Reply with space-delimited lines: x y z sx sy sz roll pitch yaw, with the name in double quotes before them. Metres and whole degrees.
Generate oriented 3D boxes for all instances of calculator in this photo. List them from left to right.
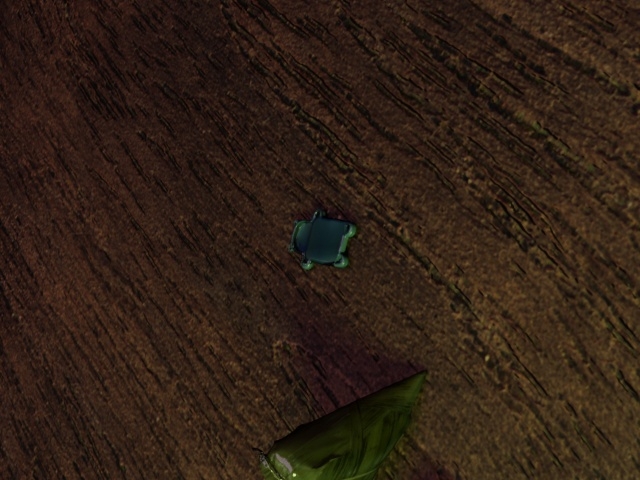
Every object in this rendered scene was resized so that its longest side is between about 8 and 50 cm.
"calculator" 0.000 0.000 1.782 0.141 0.019 0.094 10 85 50

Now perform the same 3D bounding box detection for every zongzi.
"zongzi" 0.032 0.242 1.533 0.204 0.205 0.094 -53 56 17
